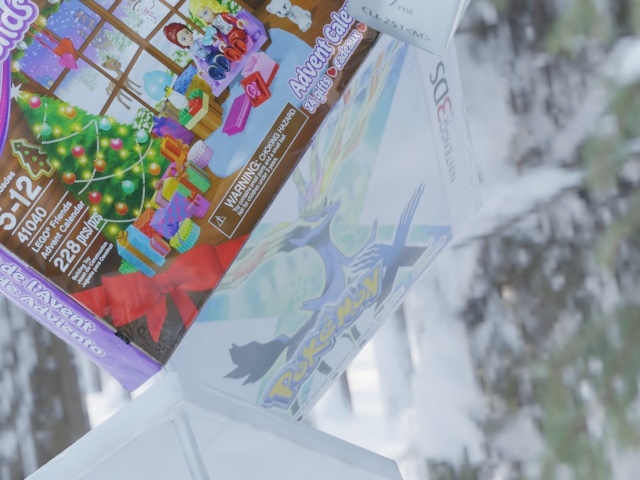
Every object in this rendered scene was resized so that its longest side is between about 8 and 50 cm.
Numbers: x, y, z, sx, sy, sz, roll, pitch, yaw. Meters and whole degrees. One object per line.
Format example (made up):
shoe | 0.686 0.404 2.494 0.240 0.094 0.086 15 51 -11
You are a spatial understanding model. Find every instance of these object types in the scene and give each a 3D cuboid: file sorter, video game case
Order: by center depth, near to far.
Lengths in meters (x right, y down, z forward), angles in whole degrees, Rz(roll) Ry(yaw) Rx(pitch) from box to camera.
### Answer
file sorter | -0.091 0.229 0.880 0.277 0.173 0.193 -36 -36 19
video game case | 0.000 0.000 1.327 0.036 0.329 0.300 31 -22 27

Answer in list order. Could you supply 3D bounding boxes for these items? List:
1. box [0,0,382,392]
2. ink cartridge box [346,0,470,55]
box | -0.103 -0.090 1.007 0.293 0.201 0.057 -58 10 -30
ink cartridge box | 0.104 -0.251 0.812 0.060 0.275 0.239 26 -21 5
